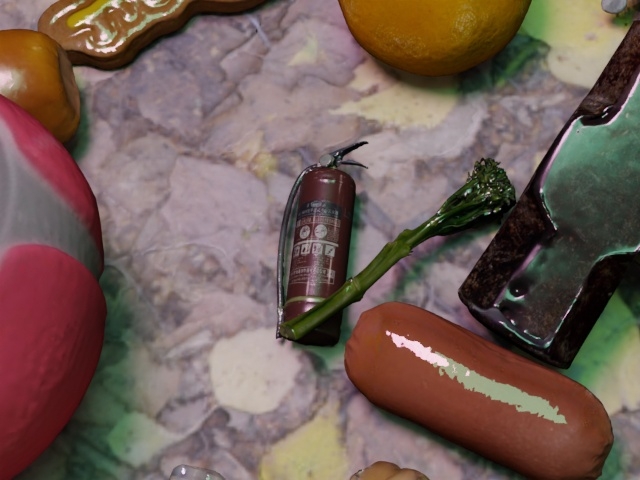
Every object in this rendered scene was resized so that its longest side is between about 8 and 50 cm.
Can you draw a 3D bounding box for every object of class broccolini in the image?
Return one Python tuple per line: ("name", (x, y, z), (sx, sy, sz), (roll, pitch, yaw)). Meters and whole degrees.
("broccolini", (0.056, 0.004, 0.952), (0.218, 0.042, 0.044), (-30, 68, -27))

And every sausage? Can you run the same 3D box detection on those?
("sausage", (-0.319, -0.088, 1.005), (0.274, 0.105, 0.105), (-15, 65, -5))
("sausage", (0.107, 0.105, 0.909), (0.194, 0.077, 0.077), (24, 68, 12))

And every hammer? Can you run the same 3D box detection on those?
("hammer", (0.325, 0.042, 0.907), (0.409, 0.095, 0.242), (30, 90, 7))

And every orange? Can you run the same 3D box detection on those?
("orange", (0.089, -0.207, 1.022), (0.159, 0.136, 0.159), (-1, 62, 2))

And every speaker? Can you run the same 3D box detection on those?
("speaker", (-0.281, 0.025, 0.858), (0.294, 0.294, 0.294), (-1, 65, 2))

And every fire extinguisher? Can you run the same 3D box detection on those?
("fire extinguisher", (0.000, 0.000, 0.980), (0.064, 0.043, 0.158), (-5, 62, 24))

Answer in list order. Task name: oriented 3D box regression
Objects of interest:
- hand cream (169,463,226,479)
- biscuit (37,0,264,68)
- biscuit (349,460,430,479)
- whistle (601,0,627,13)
("hand cream", (-0.100, 0.220, 0.887), (0.061, 0.039, 0.143), (12, 71, 6))
("biscuit", (-0.116, -0.258, 1.107), (0.295, 0.044, 0.186), (-29, 69, -10))
("biscuit", (0.035, 0.236, 0.853), (0.118, 0.061, 0.183), (8, 57, 53))
("whistle", (0.288, -0.240, 1.039), (0.142, 0.133, 0.346), (9, 73, -3))
